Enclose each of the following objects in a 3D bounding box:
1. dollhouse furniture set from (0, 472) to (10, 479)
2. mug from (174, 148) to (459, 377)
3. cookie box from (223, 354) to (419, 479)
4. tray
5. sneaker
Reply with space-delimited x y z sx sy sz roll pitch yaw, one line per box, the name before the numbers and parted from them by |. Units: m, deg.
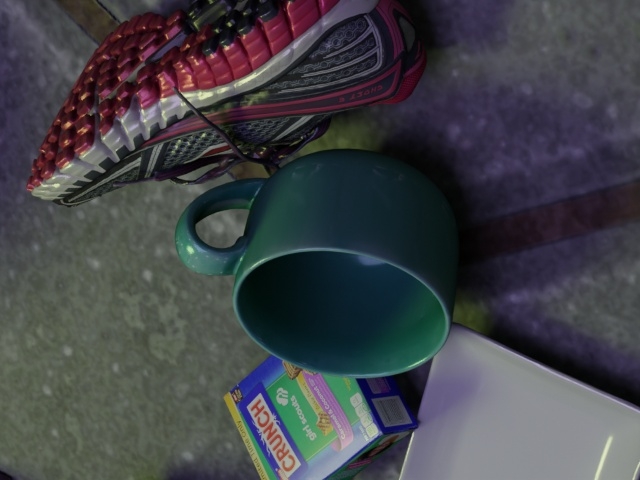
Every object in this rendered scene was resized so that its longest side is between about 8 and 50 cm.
dollhouse furniture set | -0.233 0.238 1.437 0.114 0.091 0.081 21 133 18
mug | 0.009 -0.001 1.162 0.129 0.097 0.158 -23 132 35
cookie box | -0.002 0.110 1.254 0.107 0.040 0.092 -42 64 34
tray | 0.114 0.188 1.242 0.145 0.030 0.270 24 119 19
sneaker | -0.070 -0.079 1.195 0.299 0.121 0.112 -23 127 42
